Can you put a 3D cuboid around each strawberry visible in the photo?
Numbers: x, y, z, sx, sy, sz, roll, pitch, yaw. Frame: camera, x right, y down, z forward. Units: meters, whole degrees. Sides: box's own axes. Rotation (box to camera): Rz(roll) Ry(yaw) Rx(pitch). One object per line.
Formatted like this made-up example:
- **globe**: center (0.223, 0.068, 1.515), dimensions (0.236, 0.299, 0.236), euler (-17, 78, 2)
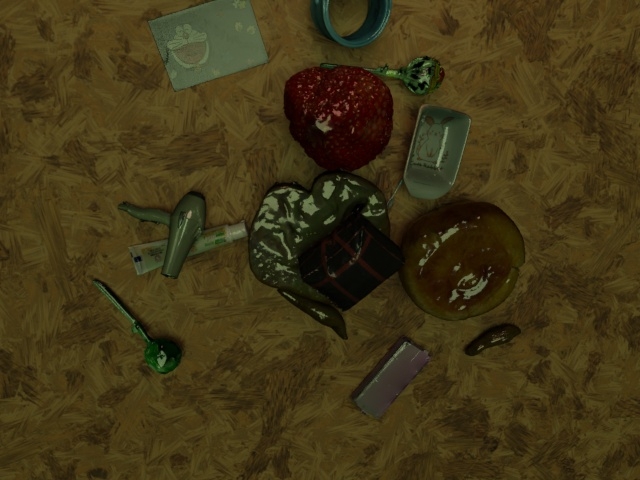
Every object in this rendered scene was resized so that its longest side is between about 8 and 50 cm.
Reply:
- **strawberry**: center (0.037, -0.267, 1.002), dimensions (0.250, 0.288, 0.238), euler (0, 117, 15)

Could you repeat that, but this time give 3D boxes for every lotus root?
- **lotus root**: center (0.000, 0.000, 1.170), dimensions (0.390, 0.111, 0.375), euler (-26, 111, 0)

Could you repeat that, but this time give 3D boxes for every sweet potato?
- **sweet potato**: center (0.516, 0.297, 1.330), dimensions (0.182, 0.054, 0.053), euler (-25, 98, 4)
- **sweet potato**: center (-0.008, 0.196, 1.241), dimensions (0.249, 0.069, 0.059), euler (33, 60, -13)

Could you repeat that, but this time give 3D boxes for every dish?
- **dish**: center (0.284, -0.224, 1.146), dimensions (0.154, 0.064, 0.234), euler (7, 104, -19)

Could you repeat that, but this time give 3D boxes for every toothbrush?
- **toothbrush**: center (0.222, -0.162, 1.190), dimensions (0.011, 0.014, 0.167), euler (23, 102, -29)

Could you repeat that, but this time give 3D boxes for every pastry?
- **pastry**: center (0.378, 0.053, 1.196), dimensions (0.356, 0.164, 0.356), euler (-3, 111, -9)

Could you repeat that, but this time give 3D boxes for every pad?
- **pad**: center (-0.265, -0.476, 1.057), dimensions (0.245, 0.006, 0.170), euler (-17, 106, 0)

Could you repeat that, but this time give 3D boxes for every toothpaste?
- **toothpaste**: center (-0.344, 0.013, 1.162), dimensions (0.314, 0.058, 0.056), euler (-15, 142, 2)

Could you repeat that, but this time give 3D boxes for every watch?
- **watch**: center (0.075, -0.547, 0.996), dimensions (0.211, 0.211, 0.193), euler (-18, 127, -1)

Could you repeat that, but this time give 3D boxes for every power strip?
- **power strip**: center (0.212, 0.415, 1.338), dimensions (0.109, 0.037, 0.279), euler (36, 99, -14)

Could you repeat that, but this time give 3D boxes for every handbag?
- **handbag**: center (0.068, 0.047, 1.059), dimensions (0.215, 0.155, 0.169), euler (-40, 122, 13)

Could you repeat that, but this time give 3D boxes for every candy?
- **candy**: center (-0.503, 0.229, 1.202), dimensions (0.097, 0.097, 0.323), euler (-38, 97, 5)
- **candy**: center (0.152, -0.420, 1.092), dimensions (0.305, 0.083, 0.091), euler (8, 68, 1)

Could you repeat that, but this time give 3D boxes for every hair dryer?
- **hair dryer**: center (-0.394, -0.009, 1.100), dimensions (0.225, 0.088, 0.219), euler (-7, 70, -1)
